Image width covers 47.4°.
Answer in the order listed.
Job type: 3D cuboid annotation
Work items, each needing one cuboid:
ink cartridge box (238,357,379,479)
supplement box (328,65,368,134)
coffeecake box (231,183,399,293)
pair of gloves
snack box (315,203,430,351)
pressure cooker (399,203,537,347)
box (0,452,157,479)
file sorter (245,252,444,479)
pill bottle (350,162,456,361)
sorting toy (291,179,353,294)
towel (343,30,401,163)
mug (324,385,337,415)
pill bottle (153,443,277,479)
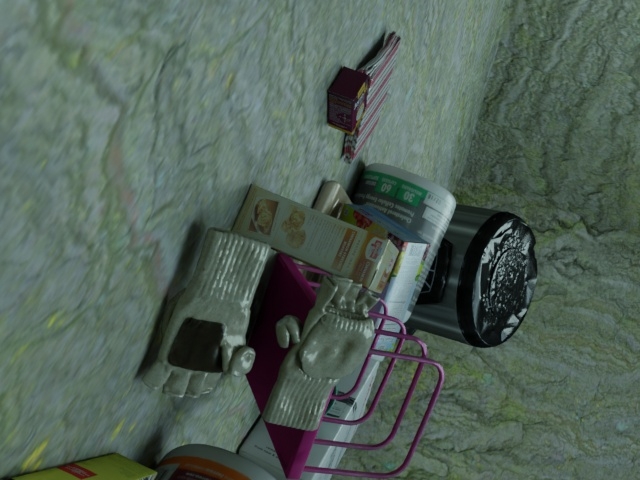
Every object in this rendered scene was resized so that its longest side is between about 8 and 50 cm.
[{"bbox_3d":[-0.033,0.439,1.615,0.395,0.166,0.285,-51,160,-50],"label":"ink cartridge box"},{"bbox_3d":[0.041,-0.207,1.083,0.055,0.043,0.083,-60,165,-24],"label":"supplement box"},{"bbox_3d":[0.000,0.001,0.943,0.142,0.186,0.068,32,81,-77],"label":"coffeecake box"},{"bbox_3d":[-0.058,0.112,0.824,0.204,0.240,0.042,-61,-156,11],"label":"pair of gloves"},{"bbox_3d":[0.082,0.063,1.265,0.070,0.174,0.207,3,111,-36],"label":"snack box"},{"bbox_3d":[0.324,0.079,1.977,0.370,0.420,0.375,-43,129,-31],"label":"pressure cooker"},{"bbox_3d":[-0.238,0.264,0.702,0.232,0.058,0.087,45,68,-76],"label":"box"},{"bbox_3d":[0.025,0.180,1.063,0.202,0.182,0.290,-70,-156,15],"label":"file sorter"},{"bbox_3d":[0.116,0.045,1.470,0.204,0.204,0.361,43,70,-77],"label":"pill bottle"},{"bbox_3d":[0.000,0.000,1.308,0.193,0.038,0.208,-67,163,-4],"label":"sorting toy"},{"bbox_3d":[0.084,-0.243,1.250,0.144,0.029,0.197,-57,166,-40],"label":"towel"},{"bbox_3d":[-0.018,0.285,1.446,0.097,0.158,0.129,67,6,-87],"label":"mug"},{"bbox_3d":[-0.192,0.447,0.827,0.392,0.224,0.224,-53,161,-50],"label":"pill bottle"}]
